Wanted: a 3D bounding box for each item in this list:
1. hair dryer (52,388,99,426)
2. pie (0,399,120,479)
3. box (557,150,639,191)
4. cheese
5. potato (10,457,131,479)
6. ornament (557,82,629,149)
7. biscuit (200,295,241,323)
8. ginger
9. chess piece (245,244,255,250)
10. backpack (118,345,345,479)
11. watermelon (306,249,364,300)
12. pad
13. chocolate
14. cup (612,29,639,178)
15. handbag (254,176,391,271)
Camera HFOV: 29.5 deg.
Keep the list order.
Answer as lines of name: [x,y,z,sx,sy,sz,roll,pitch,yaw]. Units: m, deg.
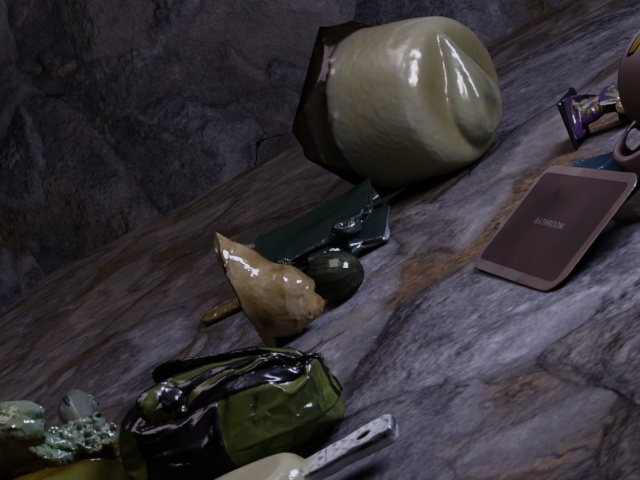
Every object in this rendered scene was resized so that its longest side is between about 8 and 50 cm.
hair dryer: [-0.418,0.320,1.910,0.199,0.067,0.167,-47,22,-21]
pie: [-0.390,0.297,1.470,0.303,0.302,0.067,-31,55,-3]
box: [0.358,-0.076,1.579,0.074,0.054,0.099,-41,16,-35]
cheese: [-0.025,0.238,1.220,0.235,0.049,0.127,-29,11,8]
potato: [-0.337,0.335,1.368,0.298,0.141,0.176,-33,8,-8]
ornament: [0.466,-0.221,1.856,0.203,0.081,0.088,-22,15,38]
biscuit: [-0.152,0.112,2.174,0.147,0.018,0.071,-26,11,20]
ginger: [-0.079,0.057,1.783,0.123,0.193,0.115,-29,16,18]
chess piece: [-0.119,0.034,2.327,0.067,0.067,0.103,-28,3,16]
backpack: [-0.100,0.191,1.369,0.253,0.140,0.207,-19,4,-2]
watermelon: [0.021,0.053,1.841,0.078,0.078,0.111,-36,11,-23]
pad: [0.284,-0.021,1.506,0.176,0.002,0.266,-52,14,-4]
chocolate: [0.169,-0.268,2.208,0.297,0.326,0.314,-21,48,53]
cup: [0.449,-0.174,1.473,0.253,0.191,0.200,-47,9,-2]
handbag: [-0.001,-0.002,2.129,0.248,0.079,0.260,-29,12,11]
